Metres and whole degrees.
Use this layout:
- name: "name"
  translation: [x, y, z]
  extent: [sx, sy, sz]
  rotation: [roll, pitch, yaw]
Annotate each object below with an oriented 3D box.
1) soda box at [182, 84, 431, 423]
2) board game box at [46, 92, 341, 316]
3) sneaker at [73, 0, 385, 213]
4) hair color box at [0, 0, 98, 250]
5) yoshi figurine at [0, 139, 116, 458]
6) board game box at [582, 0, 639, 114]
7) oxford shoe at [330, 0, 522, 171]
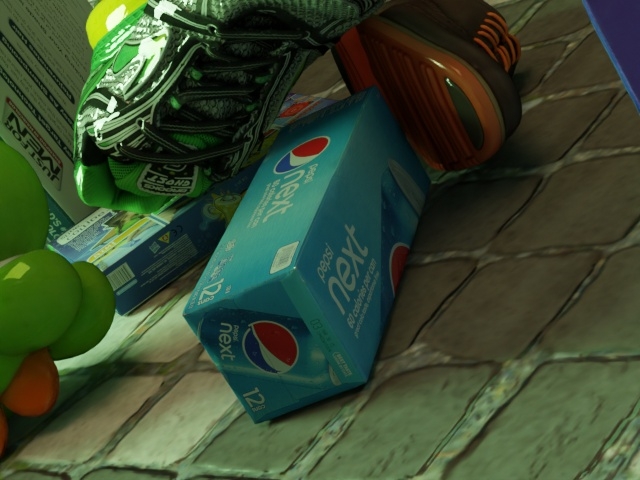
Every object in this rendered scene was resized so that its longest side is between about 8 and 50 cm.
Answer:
- name: "soda box"
  translation: [0.000, 0.000, 0.799]
  extent: [0.067, 0.071, 0.210]
  rotation: [-22, 22, 25]
- name: "board game box"
  translation: [-0.082, -0.032, 1.044]
  extent: [0.201, 0.035, 0.136]
  rotation: [-36, 21, -13]
- name: "sneaker"
  translation: [-0.054, -0.099, 0.886]
  extent: [0.343, 0.134, 0.146]
  rotation: [148, 133, -63]
- name: "hair color box"
  translation: [-0.261, -0.129, 1.210]
  extent: [0.105, 0.174, 0.347]
  rotation: [-28, 35, 13]
- name: "yoshi figurine"
  translation: [-0.291, 0.046, 0.945]
  extent: [0.362, 0.203, 0.203]
  rotation: [-20, 16, 21]
- name: "board game box"
  translation: [0.156, -0.059, 0.481]
  extent: [0.078, 0.233, 0.347]
  rotation: [-25, 22, 19]
- name: "oxford shoe"
  translation: [0.078, -0.114, 0.927]
  extent: [0.098, 0.097, 0.271]
  rotation: [-27, 20, -5]
